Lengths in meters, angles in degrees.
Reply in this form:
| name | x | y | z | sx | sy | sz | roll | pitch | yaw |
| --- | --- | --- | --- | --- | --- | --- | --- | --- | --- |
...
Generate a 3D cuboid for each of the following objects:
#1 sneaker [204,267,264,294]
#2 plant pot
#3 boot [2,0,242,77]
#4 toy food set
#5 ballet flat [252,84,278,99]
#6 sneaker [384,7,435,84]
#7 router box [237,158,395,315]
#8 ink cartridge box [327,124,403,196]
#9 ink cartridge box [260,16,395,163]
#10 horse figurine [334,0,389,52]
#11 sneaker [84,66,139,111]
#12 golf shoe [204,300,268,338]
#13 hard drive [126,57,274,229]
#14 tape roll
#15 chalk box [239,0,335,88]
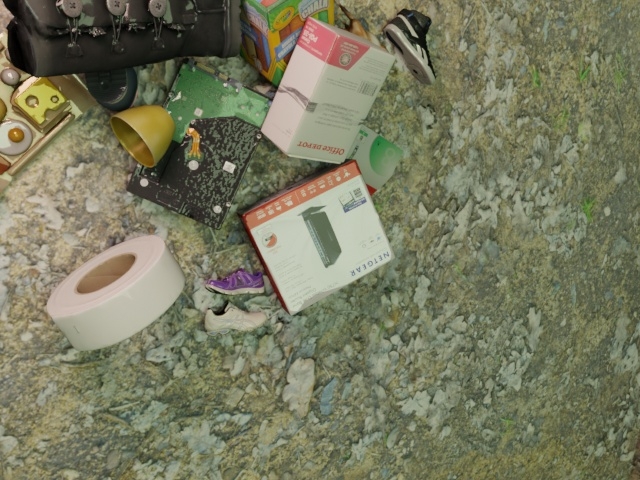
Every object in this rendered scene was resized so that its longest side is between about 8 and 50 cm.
| name | x | y | z | sx | sy | sz | roll | pitch | yaw |
| --- | --- | --- | --- | --- | --- | --- | --- | --- | --- |
| sneaker | -0.226 | 0.107 | 1.607 | 0.170 | 0.068 | 0.071 | 0 | 88 | -39 |
| plant pot | -0.373 | -0.240 | 1.328 | 0.095 | 0.134 | 0.134 | -46 | 122 | -25 |
| boot | -0.371 | -0.512 | 1.153 | 0.445 | 0.146 | 0.366 | -17 | 110 | -35 |
| toy food set | -0.634 | -0.263 | 1.237 | 0.306 | 0.092 | 0.219 | -47 | 121 | -10 |
| ballet flat | -0.162 | -0.345 | 1.511 | 0.188 | 0.070 | 0.070 | -40 | 120 | -18 |
| sneaker | 0.283 | -0.548 | 1.701 | 0.121 | 0.079 | 0.217 | -50 | 120 | -8 |
| router box | -0.005 | -0.014 | 1.628 | 0.336 | 0.082 | 0.301 | -28 | 106 | -13 |
| ink cartridge box | 0.112 | -0.195 | 1.716 | 0.181 | 0.056 | 0.224 | 25 | 88 | -33 |
| ink cartridge box | 0.014 | -0.334 | 1.402 | 0.207 | 0.117 | 0.283 | 1 | 124 | -47 |
| horse figurine | 0.109 | -0.505 | 1.555 | 0.066 | 0.174 | 0.263 | -38 | 142 | 19 |
| sneaker | -0.441 | -0.431 | 1.311 | 0.112 | 0.131 | 0.318 | 3 | 84 | 0 |
| golf shoe | -0.222 | 0.202 | 1.624 | 0.176 | 0.069 | 0.085 | -9 | 102 | -29 |
| hard drive | -0.276 | -0.223 | 1.433 | 0.237 | 0.064 | 0.338 | 23 | 92 | -12 |
| tape roll | -0.444 | 0.109 | 1.337 | 0.286 | 0.286 | 0.100 | -34 | 119 | -18 |
| chalk box | -0.089 | -0.523 | 1.359 | 0.180 | 0.179 | 0.289 | -37 | 153 | -16 |
